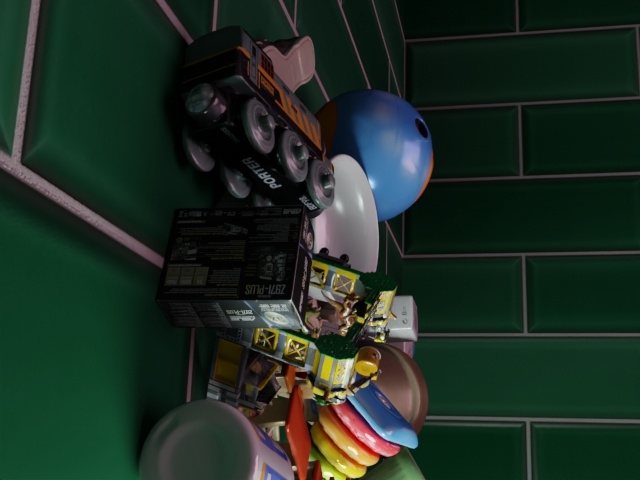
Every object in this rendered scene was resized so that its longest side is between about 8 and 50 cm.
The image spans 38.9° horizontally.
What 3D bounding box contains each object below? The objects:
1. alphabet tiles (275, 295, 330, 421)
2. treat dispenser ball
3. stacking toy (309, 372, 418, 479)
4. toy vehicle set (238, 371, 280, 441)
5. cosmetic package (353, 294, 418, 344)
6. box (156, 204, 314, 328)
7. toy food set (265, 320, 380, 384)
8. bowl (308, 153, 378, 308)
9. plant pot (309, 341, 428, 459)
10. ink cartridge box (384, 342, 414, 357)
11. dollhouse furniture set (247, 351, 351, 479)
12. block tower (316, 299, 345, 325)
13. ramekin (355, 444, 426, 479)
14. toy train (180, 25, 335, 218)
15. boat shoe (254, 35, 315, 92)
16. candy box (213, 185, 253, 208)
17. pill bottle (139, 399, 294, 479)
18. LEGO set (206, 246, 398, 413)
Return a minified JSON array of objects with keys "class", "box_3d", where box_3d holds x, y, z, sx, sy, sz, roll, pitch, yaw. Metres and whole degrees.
[{"class":"alphabet tiles","box_3d":[-0.035,0.209,1.737,0.284,0.021,0.278,25,53,-64]},{"class":"treat dispenser ball","box_3d":[0.100,-0.182,1.956,0.288,0.288,0.288,-1,90,-78]},{"class":"stacking toy","box_3d":[0.014,0.398,1.655,0.166,0.302,0.175,46,7,32]},{"class":"toy vehicle set","box_3d":[-0.117,0.322,1.472,0.267,0.035,0.166,-42,130,-75]},{"class":"cosmetic package","box_3d":[0.101,0.182,2.057,0.117,0.231,0.086,62,28,-65]},{"class":"box","box_3d":[-0.107,0.035,1.195,0.078,0.180,0.147,72,20,-55]},{"class":"toy food set","box_3d":[-0.008,0.171,1.588,0.105,0.232,0.111,-72,176,-47]},{"class":"bowl","box_3d":[-0.002,-0.013,1.752,0.298,0.134,0.298,11,78,-63]},{"class":"plant pot","box_3d":[0.068,0.337,1.955,0.229,0.263,0.263,23,65,-56]},{"class":"ink cartridge box","box_3d":[0.165,0.262,2.513,0.232,0.168,0.171,-33,121,-75]},{"class":"dollhouse furniture set","box_3d":[-0.028,0.349,1.472,0.262,0.135,0.259,-79,163,-46]},{"class":"block tower","box_3d":[0.038,0.066,2.017,0.336,0.090,0.097,-70,154,-42]},{"class":"ramekin","box_3d":[0.188,0.590,1.878,0.303,0.148,0.303,60,-2,3]},{"class":"toy train","box_3d":[-0.084,-0.159,1.325,0.334,0.142,0.190,40,42,-52]},{"class":"boat shoe","box_3d":[-0.097,-0.285,1.551,0.335,0.095,0.112,-51,135,-65]},{"class":"candy box","box_3d":[-0.125,-0.022,1.432,0.187,0.053,0.109,-67,153,-60]},{"class":"pill bottle","box_3d":[-0.119,0.311,1.182,0.272,0.152,0.152,65,26,-63]},{"class":"LEGO set","box_3d":[-0.027,0.164,1.378,0.331,0.254,0.192,-65,168,-63]}]
